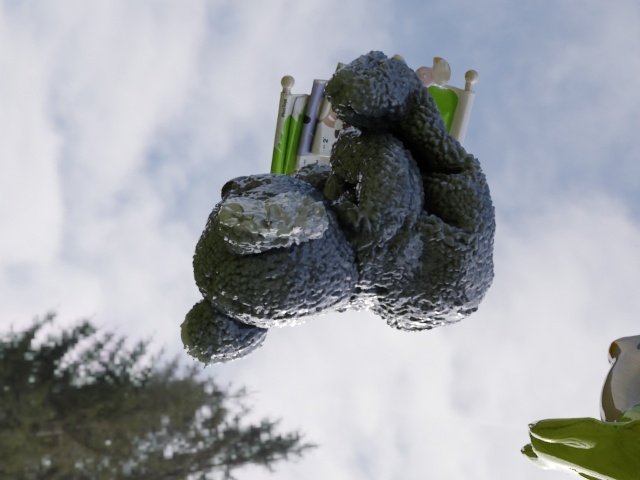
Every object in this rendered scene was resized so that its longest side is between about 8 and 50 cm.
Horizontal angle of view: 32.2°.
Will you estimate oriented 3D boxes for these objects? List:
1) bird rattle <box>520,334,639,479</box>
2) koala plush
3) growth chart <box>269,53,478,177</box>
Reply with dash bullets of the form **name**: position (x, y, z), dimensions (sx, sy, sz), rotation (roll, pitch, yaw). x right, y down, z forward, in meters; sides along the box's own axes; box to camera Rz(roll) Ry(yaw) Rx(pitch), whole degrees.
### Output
- **bird rattle**: position (0.236, 0.085, 0.586), dimensions (0.253, 0.207, 0.143), rotation (-25, -70, 20)
- **koala plush**: position (0.000, 0.000, 0.823), dimensions (0.203, 0.221, 0.196), rotation (52, -43, 21)
- **growth chart**: position (0.057, -0.124, 1.249), dimensions (0.021, 0.237, 0.172), rotation (-115, -154, -65)
